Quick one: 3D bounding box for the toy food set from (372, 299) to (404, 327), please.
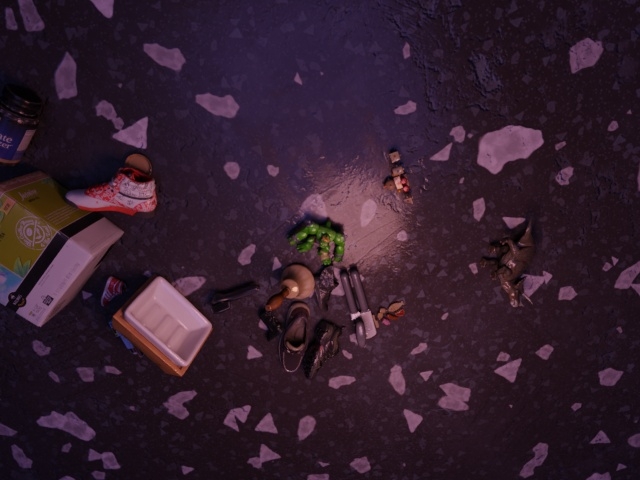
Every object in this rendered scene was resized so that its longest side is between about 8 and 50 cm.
[{"bbox_3d":[0.249,0.267,1.486,0.122,0.019,0.078,-22,109,-1],"label":"toy food set"}]

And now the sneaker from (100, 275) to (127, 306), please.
[{"bbox_3d":[-0.720,0.188,1.437,0.066,0.042,0.119,22,107,-5],"label":"sneaker"}]

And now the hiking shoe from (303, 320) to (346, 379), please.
[{"bbox_3d":[0.019,0.408,1.489,0.114,0.086,0.227,18,100,-25],"label":"hiking shoe"}]

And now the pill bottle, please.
[{"bbox_3d":[-0.907,-0.336,1.200,0.122,0.123,0.219,35,106,-12],"label":"pill bottle"}]

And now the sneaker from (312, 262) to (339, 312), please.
[{"bbox_3d":[0.026,0.167,1.428,0.089,0.051,0.170,-14,106,10],"label":"sneaker"}]

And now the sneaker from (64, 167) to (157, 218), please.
[{"bbox_3d":[-0.645,-0.162,1.272,0.269,0.090,0.145,10,122,-10],"label":"sneaker"}]

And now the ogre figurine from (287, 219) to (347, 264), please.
[{"bbox_3d":[0.000,0.000,1.349,0.197,0.097,0.118,32,126,4],"label":"ogre figurine"}]

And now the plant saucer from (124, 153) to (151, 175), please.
[{"bbox_3d":[-0.572,-0.232,1.297,0.083,0.015,0.084,0,110,0],"label":"plant saucer"}]

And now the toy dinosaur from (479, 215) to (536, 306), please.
[{"bbox_3d":[0.647,0.059,1.376,0.160,0.121,0.314,7,106,-16],"label":"toy dinosaur"}]

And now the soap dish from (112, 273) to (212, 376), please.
[{"bbox_3d":[-0.529,0.287,1.388,0.118,0.229,0.291,-32,108,28],"label":"soap dish"}]

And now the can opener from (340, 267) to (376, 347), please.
[{"bbox_3d":[0.135,0.234,1.439,0.074,0.093,0.281,-14,105,6],"label":"can opener"}]

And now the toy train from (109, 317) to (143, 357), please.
[{"bbox_3d":[-0.668,0.334,1.476,0.105,0.080,0.184,-13,112,14],"label":"toy train"}]

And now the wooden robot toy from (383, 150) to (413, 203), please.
[{"bbox_3d":[0.234,-0.186,1.293,0.078,0.076,0.174,-16,110,17],"label":"wooden robot toy"}]

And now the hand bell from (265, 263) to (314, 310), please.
[{"bbox_3d":[-0.117,0.168,1.313,0.126,0.242,0.126,4,104,18],"label":"hand bell"}]

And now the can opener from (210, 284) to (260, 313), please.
[{"bbox_3d":[-0.299,0.196,1.439,0.186,0.059,0.073,-22,82,-2],"label":"can opener"}]

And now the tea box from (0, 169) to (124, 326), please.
[{"bbox_3d":[-0.875,0.022,1.281,0.323,0.220,0.329,39,106,-13],"label":"tea box"}]

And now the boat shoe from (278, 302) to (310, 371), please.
[{"bbox_3d":[-0.094,0.363,1.478,0.102,0.092,0.286,11,111,-6],"label":"boat shoe"}]

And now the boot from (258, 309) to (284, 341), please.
[{"bbox_3d":[-0.185,0.302,1.477,0.099,0.045,0.121,49,137,4],"label":"boot"}]
